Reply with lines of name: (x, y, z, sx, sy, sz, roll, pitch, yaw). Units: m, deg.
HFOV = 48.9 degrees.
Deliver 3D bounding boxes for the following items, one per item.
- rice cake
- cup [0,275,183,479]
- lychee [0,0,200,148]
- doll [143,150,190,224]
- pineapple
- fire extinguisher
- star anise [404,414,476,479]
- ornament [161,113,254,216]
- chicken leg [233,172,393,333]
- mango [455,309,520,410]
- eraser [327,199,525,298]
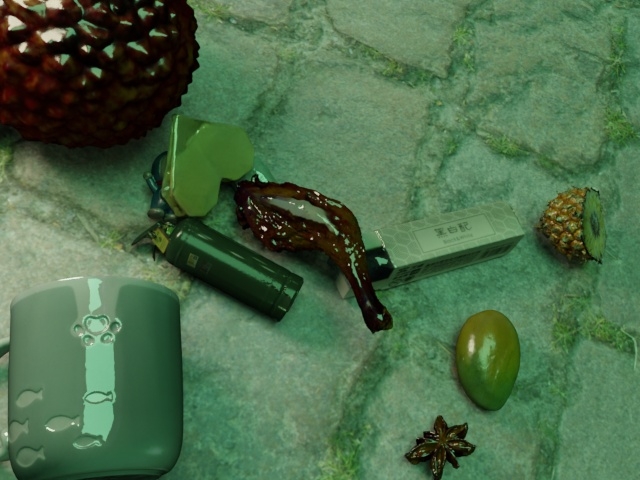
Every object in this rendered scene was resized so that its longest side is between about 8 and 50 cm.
rice cake: (-0.099, -0.070, 1.405, 0.085, 0.040, 0.226, -31, 76, -29)
cup: (-0.383, 0.237, 1.070, 0.356, 0.259, 0.275, -14, 66, 11)
lychee: (-0.452, -0.379, 1.247, 0.499, 0.425, 0.425, 26, 59, 14)
doll: (-0.285, -0.110, 1.346, 0.114, 0.085, 0.152, 23, 67, -32)
pineapple: (0.533, -0.032, 1.538, 0.176, 0.136, 0.162, 46, 53, -36)
fire extinguisher: (-0.190, 0.043, 1.295, 0.311, 0.114, 0.095, 30, 19, -2)
star anise: (0.201, 0.396, 1.255, 0.097, 0.070, 0.190, 32, 57, 32)
ornament: (-0.226, -0.157, 1.308, 0.201, 0.059, 0.180, -50, 126, -30)
chicken leg: (0.000, 0.000, 1.283, 0.407, 0.096, 0.158, 42, 82, 20)
mango: (0.325, 0.231, 1.363, 0.130, 0.092, 0.195, 4, 72, -17)
eraser: (0.217, 0.014, 1.427, 0.403, 0.098, 0.096, -13, 64, -23)
